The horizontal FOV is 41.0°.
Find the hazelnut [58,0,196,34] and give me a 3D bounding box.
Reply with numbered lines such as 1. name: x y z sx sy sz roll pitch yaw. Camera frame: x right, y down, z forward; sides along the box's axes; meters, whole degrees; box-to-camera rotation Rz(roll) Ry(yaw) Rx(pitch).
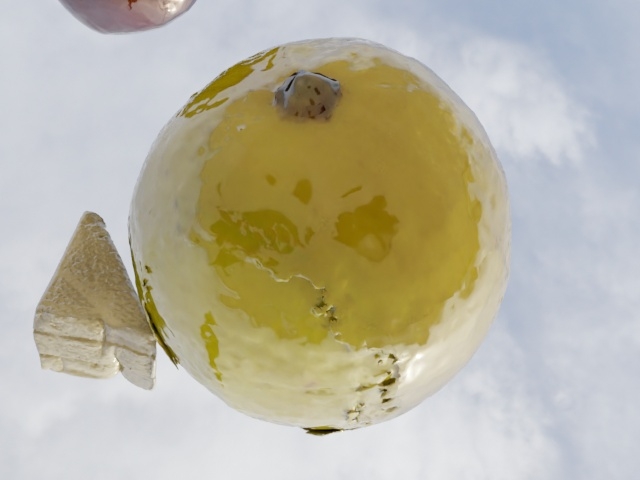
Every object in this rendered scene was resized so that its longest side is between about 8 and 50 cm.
1. hazelnut: -0.195 -0.310 0.828 0.208 0.208 0.208 4 -110 -12

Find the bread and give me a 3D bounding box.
1. bread: -0.179 0.049 0.756 0.105 0.077 0.152 9 -139 -1

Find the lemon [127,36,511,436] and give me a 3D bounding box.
1. lemon: 0.000 0.001 0.638 0.297 0.297 0.297 4 -110 -12
